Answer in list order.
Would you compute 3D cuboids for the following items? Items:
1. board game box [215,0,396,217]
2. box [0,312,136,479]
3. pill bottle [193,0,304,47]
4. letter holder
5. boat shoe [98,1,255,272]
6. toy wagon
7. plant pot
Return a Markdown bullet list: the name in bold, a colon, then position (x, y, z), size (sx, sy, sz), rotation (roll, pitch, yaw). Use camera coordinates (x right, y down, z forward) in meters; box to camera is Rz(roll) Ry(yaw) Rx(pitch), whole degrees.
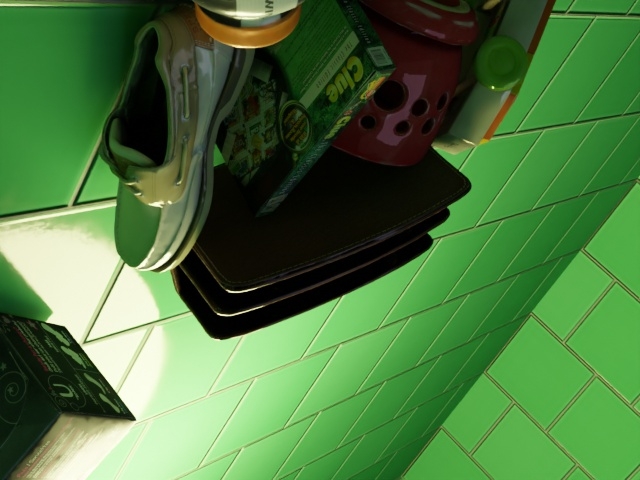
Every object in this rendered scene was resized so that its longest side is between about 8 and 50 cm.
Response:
- **board game box**: position (-0.031, -0.143, 1.030), size (0.030, 0.136, 0.259), rotation (-13, 160, -36)
- **box**: position (-0.358, 0.223, 1.154), size (0.247, 0.163, 0.142), rotation (-48, 154, 7)
- **pill bottle**: position (-0.053, -0.252, 0.764), size (0.130, 0.130, 0.245), rotation (-35, 156, -22)
- **letter holder**: position (0.000, 0.000, 1.191), size (0.302, 0.214, 0.152), rotation (-23, 131, -20)
- **boat shoe**: position (-0.162, -0.093, 1.028), size (0.103, 0.113, 0.302), rotation (-16, 135, -45)
- **toy wagon**: position (0.214, -0.270, 1.227), size (0.267, 0.068, 0.344), rotation (175, -62, -83)
- **plant pot**: position (0.064, -0.197, 1.118), size (0.191, 0.191, 0.174), rotation (-14, 140, -52)
